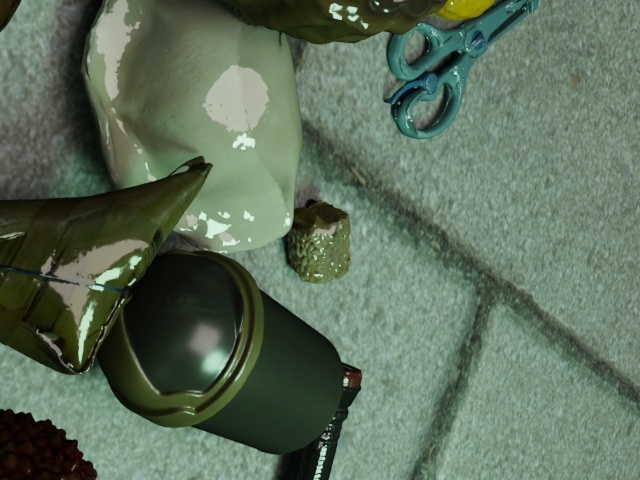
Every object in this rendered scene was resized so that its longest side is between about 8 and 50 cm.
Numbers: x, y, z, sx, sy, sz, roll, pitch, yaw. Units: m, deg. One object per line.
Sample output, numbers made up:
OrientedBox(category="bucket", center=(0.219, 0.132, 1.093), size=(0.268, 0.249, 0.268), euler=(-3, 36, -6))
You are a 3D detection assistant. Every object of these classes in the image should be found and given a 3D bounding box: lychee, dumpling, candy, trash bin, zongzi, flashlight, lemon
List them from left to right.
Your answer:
OrientedBox(category="lychee", center=(-0.335, 0.289, 1.230), size=(0.271, 0.271, 0.271), euler=(-11, 106, -44))
OrientedBox(category="zongzi", center=(-0.287, -0.031, 1.266), size=(0.260, 0.123, 0.289), euler=(34, 82, -23))
OrientedBox(category="dumpling", center=(-0.148, -0.153, 1.407), size=(0.260, 0.181, 0.341), euler=(-14, 127, -29))
OrientedBox(category="trash bin", center=(-0.127, 0.135, 1.448), size=(0.334, 0.214, 0.214), euler=(37, 72, -47))
OrientedBox(category="flashlight", center=(-0.007, 0.283, 1.697), size=(0.093, 0.093, 0.232), euler=(12, 95, -46))
OrientedBox(category="candy", center=(0.000, 0.000, 1.652), size=(0.095, 0.085, 0.110), euler=(-20, 123, -33))
OrientedBox(category="lemon", center=(0.205, -0.378, 1.756), size=(0.155, 0.114, 0.114), euler=(-15, 108, -43))

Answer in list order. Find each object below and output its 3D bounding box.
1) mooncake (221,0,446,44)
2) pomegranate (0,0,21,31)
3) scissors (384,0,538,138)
OrientedBox(category="mooncake", center=(0.030, -0.374, 1.314), size=(0.324, 0.187, 0.324), euler=(-5, 99, -37))
OrientedBox(category="pomegranate", center=(-0.410, -0.257, 1.089), size=(0.290, 0.323, 0.291), euler=(11, 66, -25))
OrientedBox(category="scissors", center=(0.230, -0.298, 1.856), size=(0.393, 0.032, 0.180), euler=(-38, 123, -35))
